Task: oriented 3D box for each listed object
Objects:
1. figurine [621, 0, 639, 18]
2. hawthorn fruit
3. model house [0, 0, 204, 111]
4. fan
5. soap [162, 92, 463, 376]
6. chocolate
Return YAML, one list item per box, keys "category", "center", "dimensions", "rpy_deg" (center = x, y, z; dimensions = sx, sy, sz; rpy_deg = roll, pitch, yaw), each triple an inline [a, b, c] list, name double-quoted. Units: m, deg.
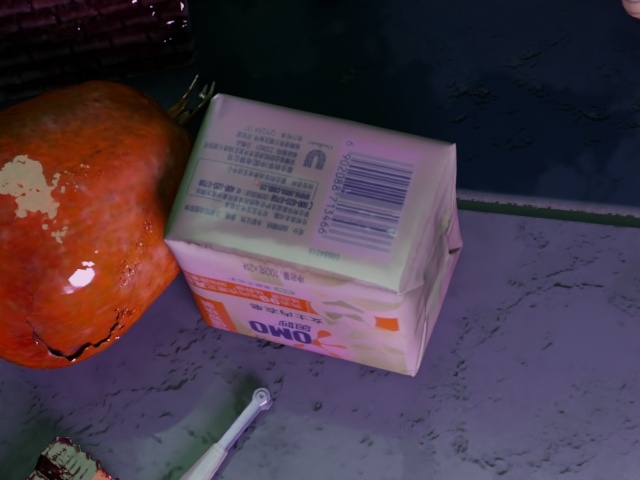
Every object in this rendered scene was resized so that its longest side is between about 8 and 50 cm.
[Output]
- category: "figurine"
  center: [0.312, -0.275, 1.121]
  dimensions: [0.192, 0.167, 0.257]
  rpy_deg: [-12, 86, -3]
- category: "hawthorn fruit"
  center: [-0.184, -0.037, 1.042]
  dimensions: [0.211, 0.211, 0.299]
  rpy_deg: [39, 65, 23]
- category: "model house"
  center: [-0.259, -0.242, 1.124]
  dimensions: [0.280, 0.249, 0.230]
  rpy_deg: [-11, 62, 1]
- category: "fan"
  center: [-0.101, 0.194, 1.015]
  dimensions: [0.038, 0.016, 0.193]
  rpy_deg: [35, 74, 19]
- category: "soap"
  center: [0.000, 0.000, 1.006]
  dimensions: [0.199, 0.182, 0.138]
  rpy_deg: [13, 68, 13]
- category: "chocolate"
  center: [-0.233, 0.243, 1.001]
  dimensions: [0.086, 0.028, 0.182]
  rpy_deg: [34, 73, 13]
